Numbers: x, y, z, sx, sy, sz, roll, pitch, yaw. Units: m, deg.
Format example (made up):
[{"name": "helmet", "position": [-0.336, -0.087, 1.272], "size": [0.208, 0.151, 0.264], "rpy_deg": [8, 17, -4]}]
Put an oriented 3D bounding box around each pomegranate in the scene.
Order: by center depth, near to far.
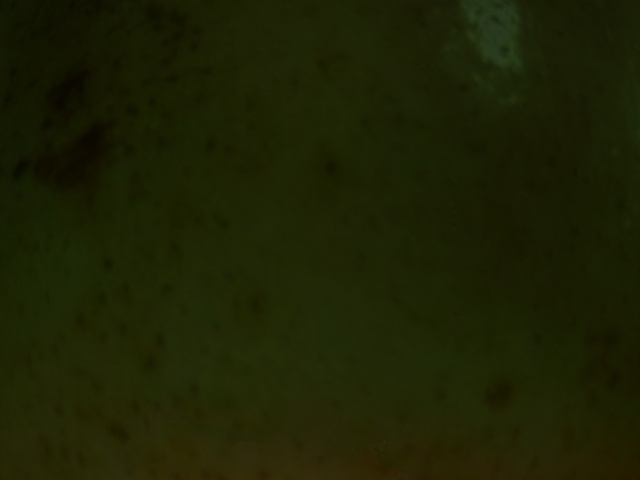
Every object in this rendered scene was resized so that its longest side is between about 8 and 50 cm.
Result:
[{"name": "pomegranate", "position": [0.000, 0.000, 0.621], "size": [0.416, 0.417, 0.416], "rpy_deg": [2, -171, 0]}]
